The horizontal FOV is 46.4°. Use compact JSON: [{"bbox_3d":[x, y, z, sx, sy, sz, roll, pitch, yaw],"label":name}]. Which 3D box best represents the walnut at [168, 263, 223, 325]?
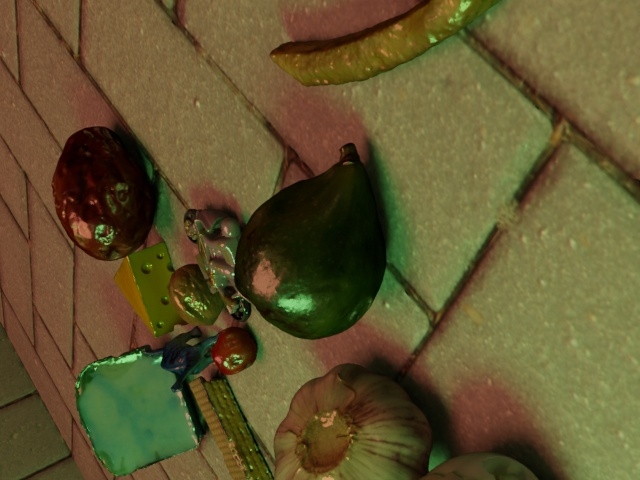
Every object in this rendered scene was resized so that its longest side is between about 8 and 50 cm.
[{"bbox_3d":[-0.232,0.104,1.397,0.124,0.105,0.105,58,146,6],"label":"walnut"}]

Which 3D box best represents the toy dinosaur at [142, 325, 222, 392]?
[{"bbox_3d":[-0.263,0.234,1.504,0.329,0.144,0.076,15,126,65],"label":"toy dinosaur"}]

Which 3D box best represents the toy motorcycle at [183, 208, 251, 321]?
[{"bbox_3d":[-0.163,0.024,1.274,0.225,0.073,0.152,60,144,12],"label":"toy motorcycle"}]

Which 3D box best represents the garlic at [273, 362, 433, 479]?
[{"bbox_3d":[0.057,0.318,1.059,0.245,0.245,0.253,36,172,39],"label":"garlic"}]

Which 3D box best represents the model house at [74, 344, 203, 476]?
[{"bbox_3d":[-0.418,0.374,1.746,0.241,0.226,0.261,175,75,-86],"label":"model house"}]

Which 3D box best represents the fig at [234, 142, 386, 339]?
[{"bbox_3d":[0.000,0.000,0.936,0.195,0.195,0.245,44,118,31],"label":"fig"}]

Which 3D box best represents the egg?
[{"bbox_3d":[0.177,0.356,0.885,0.183,0.183,0.217,54,137,19],"label":"egg"}]

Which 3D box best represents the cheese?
[{"bbox_3d":[-0.344,0.113,1.563,0.171,0.093,0.126,61,144,9],"label":"cheese"}]

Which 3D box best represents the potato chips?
[{"bbox_3d":[0.067,-0.224,0.812,0.407,0.057,0.080,-4,109,56],"label":"potato chips"}]

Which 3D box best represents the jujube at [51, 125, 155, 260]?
[{"bbox_3d":[-0.436,-0.094,1.496,0.290,0.197,0.197,67,150,30],"label":"jujube"}]

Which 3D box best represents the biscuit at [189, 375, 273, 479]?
[{"bbox_3d":[-0.161,0.449,1.538,0.378,0.054,0.094,63,148,6],"label":"biscuit"}]

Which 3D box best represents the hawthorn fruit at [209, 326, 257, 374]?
[{"bbox_3d":[-0.163,0.204,1.365,0.093,0.093,0.093,32,133,42],"label":"hawthorn fruit"}]
